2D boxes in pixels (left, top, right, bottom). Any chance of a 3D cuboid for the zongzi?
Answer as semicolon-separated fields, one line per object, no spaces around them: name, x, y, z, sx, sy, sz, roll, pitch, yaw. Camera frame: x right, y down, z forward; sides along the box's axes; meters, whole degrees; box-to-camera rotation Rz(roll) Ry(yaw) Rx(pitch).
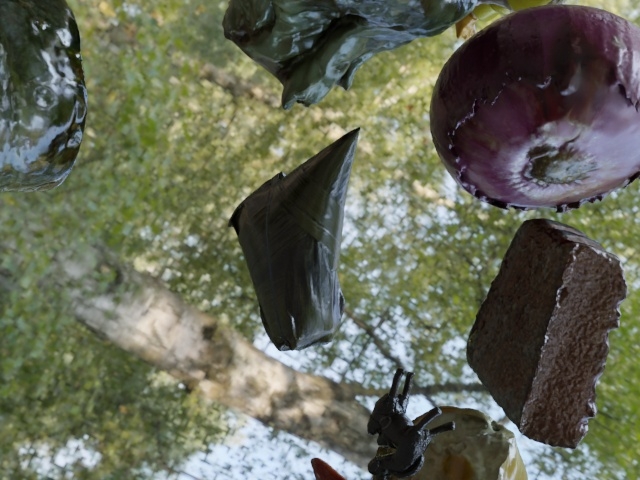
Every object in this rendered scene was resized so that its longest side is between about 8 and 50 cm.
zongzi;0.000;0.000;1.421;0.300;0.138;0.286;-36;-116;38

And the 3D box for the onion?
onion;0.340;-0.209;1.404;0.358;0.358;0.345;-46;-145;17

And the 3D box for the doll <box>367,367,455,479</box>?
doll;0.129;0.312;1.483;0.165;0.057;0.139;-49;-123;7

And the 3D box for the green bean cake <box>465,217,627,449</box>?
green bean cake;0.282;0.104;1.113;0.233;0.097;0.198;-70;-157;14

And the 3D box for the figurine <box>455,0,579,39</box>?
figurine;0.415;-0.536;1.908;0.343;0.187;0.215;-14;-113;61

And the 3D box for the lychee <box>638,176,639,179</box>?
lychee;0.646;-0.191;1.577;0.260;0.260;0.261;-37;-146;31

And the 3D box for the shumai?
shumai;0.005;-0.362;1.344;0.323;0.397;0.324;-48;-125;37

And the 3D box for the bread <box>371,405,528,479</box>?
bread;0.228;0.520;1.688;0.250;0.394;0.361;14;-111;23

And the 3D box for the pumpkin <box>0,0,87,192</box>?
pumpkin;-0.433;-0.209;1.125;0.303;0.225;0.256;50;-47;26

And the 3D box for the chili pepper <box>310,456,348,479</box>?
chili pepper;0.067;0.446;1.480;0.272;0.063;0.071;36;-63;46
